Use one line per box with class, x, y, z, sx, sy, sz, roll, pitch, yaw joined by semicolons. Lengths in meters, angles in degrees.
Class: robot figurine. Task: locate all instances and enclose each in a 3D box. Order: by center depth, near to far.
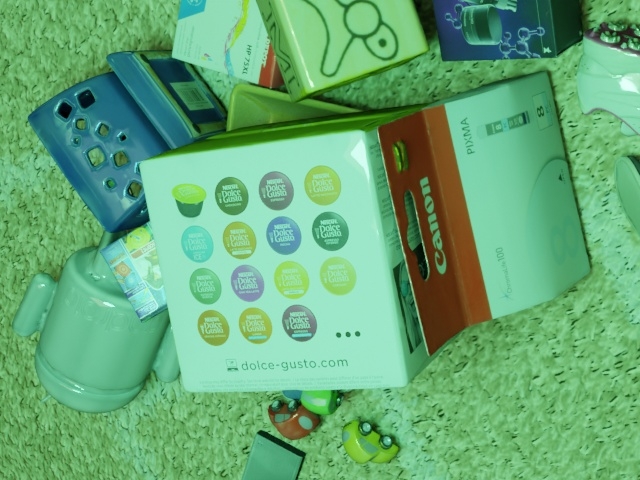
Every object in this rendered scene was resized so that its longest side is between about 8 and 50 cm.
robot figurine;-0.372;0.150;2.070;0.300;0.200;0.353;20;114;-7

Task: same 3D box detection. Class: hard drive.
hard drive;-0.087;0.410;2.105;0.094;0.022;0.135;25;113;18

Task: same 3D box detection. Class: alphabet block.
alphabet block;0.023;-0.325;1.730;0.192;0.193;0.197;-19;95;-5

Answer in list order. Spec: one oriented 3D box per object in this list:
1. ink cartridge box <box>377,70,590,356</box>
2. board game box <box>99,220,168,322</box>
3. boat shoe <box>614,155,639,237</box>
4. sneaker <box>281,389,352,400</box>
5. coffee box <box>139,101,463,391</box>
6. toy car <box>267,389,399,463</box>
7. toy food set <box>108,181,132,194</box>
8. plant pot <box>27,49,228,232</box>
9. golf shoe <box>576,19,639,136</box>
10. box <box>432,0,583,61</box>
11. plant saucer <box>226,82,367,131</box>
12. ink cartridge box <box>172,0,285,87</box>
ink cartridge box;0.232;-0.048;1.628;0.091;0.385;0.308;-7;101;34
board game box;-0.232;0.023;1.926;0.201;0.035;0.136;-30;89;1
boat shoe;0.485;-0.033;1.711;0.065;0.075;0.206;-25;86;-15
sneaker;0.013;0.216;1.974;0.211;0.081;0.080;-26;93;31
coffee box;0.000;0.000;1.688;0.337;0.338;0.334;-5;100;26
toy car;0.003;0.282;1.945;0.239;0.053;0.225;15;146;20
toy food set;-0.367;-0.075;2.111;0.083;0.020;0.083;-22;93;29
plant pot;-0.282;-0.175;1.934;0.212;0.236;0.236;-39;84;21
golf shoe;0.490;-0.190;1.638;0.306;0.115;0.140;27;124;24
box;0.247;-0.386;1.655;0.184;0.103;0.261;2;115;34
plant saucer;0.004;-0.062;1.906;0.332;0.081;0.333;16;110;22
ink cartridge box;-0.108;-0.324;1.891;0.231;0.078;0.134;19;111;19
